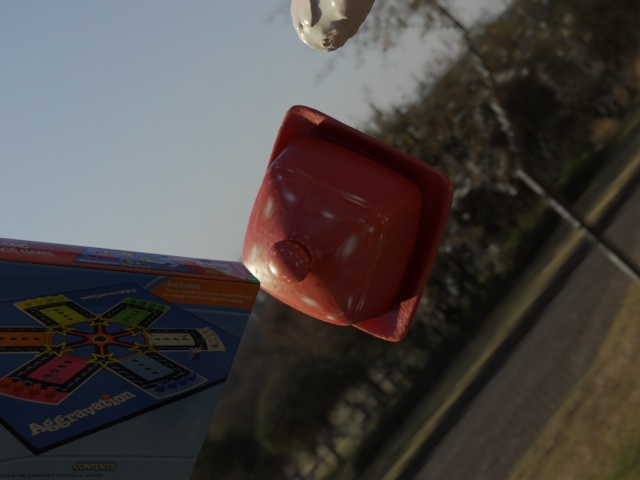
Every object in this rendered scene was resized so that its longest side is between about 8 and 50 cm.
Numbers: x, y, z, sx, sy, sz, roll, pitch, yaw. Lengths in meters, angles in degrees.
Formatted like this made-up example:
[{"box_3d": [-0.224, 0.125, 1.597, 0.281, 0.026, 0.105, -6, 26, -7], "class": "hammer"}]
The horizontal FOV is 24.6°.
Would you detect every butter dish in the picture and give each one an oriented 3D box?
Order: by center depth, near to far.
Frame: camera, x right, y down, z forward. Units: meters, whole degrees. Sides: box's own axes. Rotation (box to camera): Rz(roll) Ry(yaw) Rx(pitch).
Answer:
[{"box_3d": [0.000, 0.000, 1.142, 0.118, 0.160, 0.160, -32, -35, -55], "class": "butter dish"}]

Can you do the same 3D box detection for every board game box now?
[{"box_3d": [-0.171, 0.066, 0.682, 0.281, 0.027, 0.145, 7, -66, -36], "class": "board game box"}]

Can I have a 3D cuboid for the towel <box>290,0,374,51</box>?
[{"box_3d": [0.072, -0.318, 0.824, 0.332, 0.053, 0.317, 114, 173, -47], "class": "towel"}]
